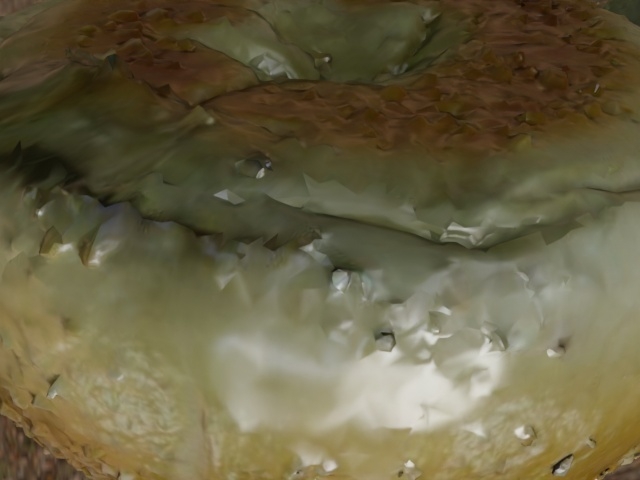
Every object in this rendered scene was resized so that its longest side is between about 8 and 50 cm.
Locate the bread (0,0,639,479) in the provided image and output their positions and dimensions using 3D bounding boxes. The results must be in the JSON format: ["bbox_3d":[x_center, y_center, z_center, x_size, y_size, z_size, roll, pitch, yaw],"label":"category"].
[{"bbox_3d":[0.000,0.000,0.673,0.305,0.305,0.159,6,114,-6],"label":"bread"}]

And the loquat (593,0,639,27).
[{"bbox_3d":[0.280,-0.097,1.402,0.227,0.179,0.179,29,74,12],"label":"loquat"}]
